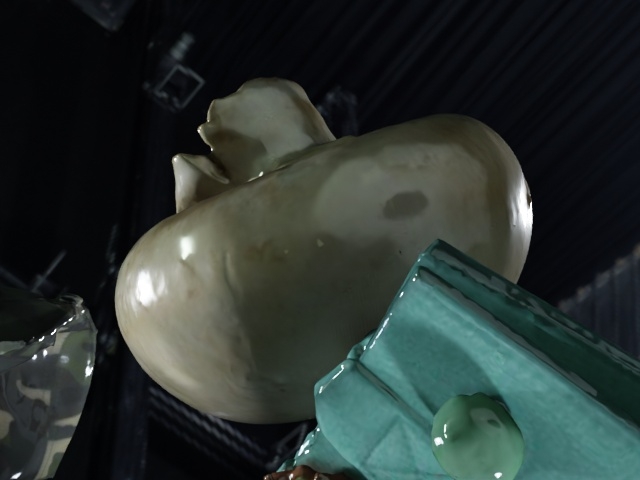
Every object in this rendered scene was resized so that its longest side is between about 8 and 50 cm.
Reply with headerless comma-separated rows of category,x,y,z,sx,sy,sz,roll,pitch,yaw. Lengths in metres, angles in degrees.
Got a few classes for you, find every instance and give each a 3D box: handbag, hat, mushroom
handbag,0.084,0.177,0.398,0.274,0.268,0.100,36,-146,9
hat,-0.415,0.163,0.905,0.382,0.366,0.257,3,-106,-3
mushroom,0.000,0.000,0.533,0.226,0.226,0.178,-6,-107,-52
